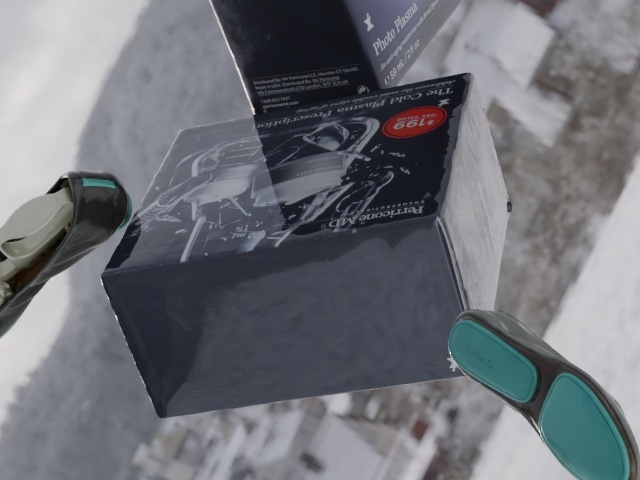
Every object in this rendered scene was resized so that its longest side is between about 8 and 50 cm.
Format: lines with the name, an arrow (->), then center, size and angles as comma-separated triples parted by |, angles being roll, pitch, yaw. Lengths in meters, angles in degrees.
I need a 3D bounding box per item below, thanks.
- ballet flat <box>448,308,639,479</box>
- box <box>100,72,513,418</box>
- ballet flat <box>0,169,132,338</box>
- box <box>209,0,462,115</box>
ballet flat -> 0.183, 0.115, 1.208 | 0.068, 0.213, 0.072 | -1, -60, -40
box -> 0.000, 0.000, 1.614 | 0.312, 0.343, 0.179 | -73, -32, -57
ballet flat -> -0.318, 0.016, 1.634 | 0.280, 0.095, 0.096 | -41, -30, 18
box -> 0.008, -0.337, 1.781 | 0.296, 0.182, 0.294 | -55, -50, -46
